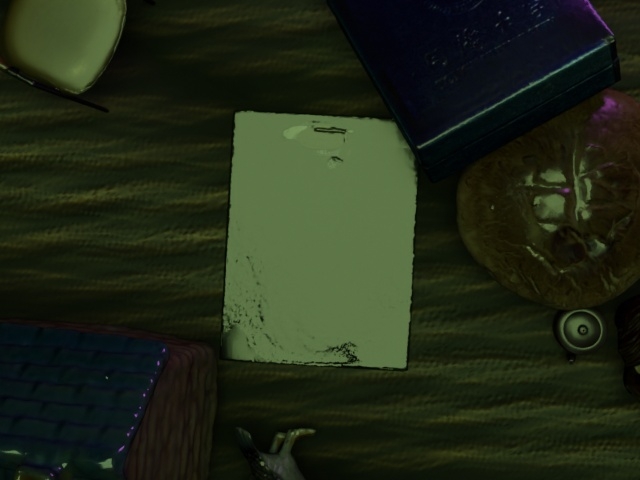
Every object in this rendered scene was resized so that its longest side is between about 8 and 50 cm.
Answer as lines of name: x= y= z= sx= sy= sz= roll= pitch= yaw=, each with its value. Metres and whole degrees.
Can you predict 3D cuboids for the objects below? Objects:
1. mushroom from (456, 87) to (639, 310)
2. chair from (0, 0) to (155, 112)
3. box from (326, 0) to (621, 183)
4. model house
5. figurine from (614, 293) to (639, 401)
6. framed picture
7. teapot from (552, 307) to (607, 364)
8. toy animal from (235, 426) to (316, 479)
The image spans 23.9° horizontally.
mushroom: x=0.303 y=-0.052 z=1.845 sx=0.278 sy=0.146 sz=0.278 roll=0 pitch=90 yaw=4
chair: x=-0.324 y=-0.264 z=1.825 sx=0.172 sy=0.247 sz=0.159 roll=23 pitch=93 yaw=1
box: x=0.176 y=-0.254 z=1.813 sx=0.261 sy=0.116 sz=0.279 roll=-29 pitch=64 yaw=1
model house: x=-0.364 y=0.311 z=1.744 sx=0.395 sy=0.400 sz=0.445 roll=8 pitch=91 yaw=9
figurine: x=0.450 y=0.210 z=1.831 sx=0.187 sy=0.168 sz=0.315 roll=-20 pitch=92 yaw=13
framed picture: x=0.000 y=0.000 z=1.930 sx=0.244 sy=0.013 sz=0.324 roll=3 pitch=91 yaw=3
teapot: x=0.329 y=0.108 z=1.897 sx=0.068 sy=0.045 sz=0.100 roll=18 pitch=93 yaw=1
toy animal: x=-0.030 y=0.312 z=1.884 sx=0.197 sy=0.272 sz=0.160 roll=7 pitch=71 yaw=-33
